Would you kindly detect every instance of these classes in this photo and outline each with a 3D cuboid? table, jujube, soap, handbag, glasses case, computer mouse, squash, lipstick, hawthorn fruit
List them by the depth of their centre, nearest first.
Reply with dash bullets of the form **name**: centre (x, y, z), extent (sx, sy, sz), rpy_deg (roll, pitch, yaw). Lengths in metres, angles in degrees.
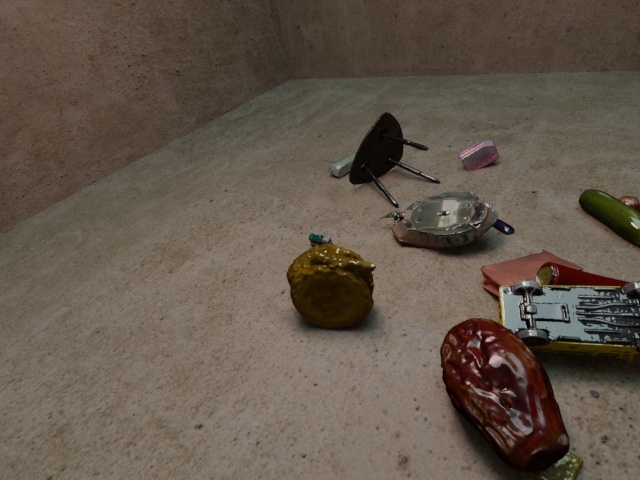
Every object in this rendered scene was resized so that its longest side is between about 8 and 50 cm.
- **jujube**: centre (0.346, 0.285, 0.787), extent (0.196, 0.197, 0.290), rpy_deg (-14, 38, -4)
- **lipstick**: centre (0.644, 0.114, 0.971), extent (0.240, 0.080, 0.080), rpy_deg (14, 35, -5)
- **handbag**: centre (0.559, 0.095, 1.082), extent (0.212, 0.060, 0.157), rpy_deg (-15, 18, -6)
- **squash**: centre (0.912, -0.068, 1.231), extent (0.087, 0.087, 0.332), rpy_deg (-12, 36, -2)
- **hawthorn fruit**: centre (0.976, -0.096, 1.269), extent (0.066, 0.067, 0.103), rpy_deg (-5, 37, 9)
- **computer mouse**: centre (0.379, -0.051, 1.336), extent (0.388, 0.115, 0.200), rpy_deg (-1, 44, 33)
- **glasses case**: centre (0.601, -0.049, 1.340), extent (0.033, 0.023, 0.083), rpy_deg (-19, 34, -16)
- **table**: centre (0.304, -0.285, 1.623), extent (0.317, 0.318, 0.249), rpy_deg (-29, 52, -25)
- **soap**: centre (0.671, -0.357, 1.698), extent (0.149, 0.100, 0.056), rpy_deg (-30, 36, 18)

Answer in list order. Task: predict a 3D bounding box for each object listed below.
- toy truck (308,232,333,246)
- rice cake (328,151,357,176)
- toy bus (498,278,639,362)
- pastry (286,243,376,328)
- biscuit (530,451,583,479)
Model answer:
- **toy truck**: centre (0.000, 0.000, 1.420), extent (0.083, 0.044, 0.039), rpy_deg (10, 42, 28)
- **rice cake**: centre (0.133, -0.356, 1.881), extent (0.206, 0.063, 0.069), rpy_deg (-29, 40, -24)
- **toy bus**: centre (0.573, 0.182, 0.891), extent (0.329, 0.152, 0.144), rpy_deg (-1, 56, 18)
- **pastry**: centre (0.027, 0.112, 1.084), extent (0.239, 0.236, 0.132), rpy_deg (6, 32, 8)
- **biscuit**: centre (0.421, 0.407, 0.734), extent (0.081, 0.018, 0.083), rpy_deg (22, 47, 39)
